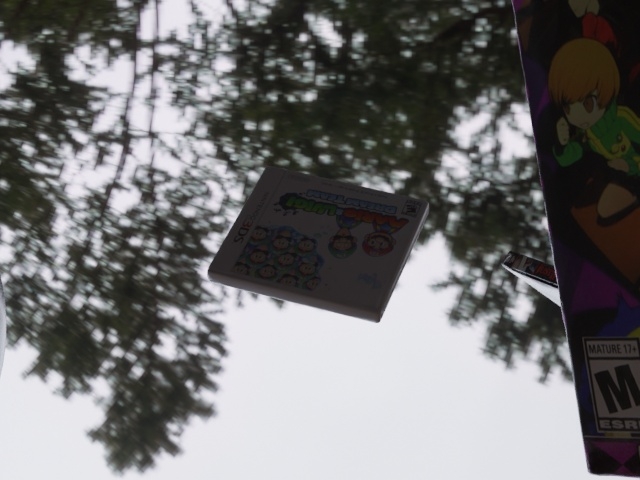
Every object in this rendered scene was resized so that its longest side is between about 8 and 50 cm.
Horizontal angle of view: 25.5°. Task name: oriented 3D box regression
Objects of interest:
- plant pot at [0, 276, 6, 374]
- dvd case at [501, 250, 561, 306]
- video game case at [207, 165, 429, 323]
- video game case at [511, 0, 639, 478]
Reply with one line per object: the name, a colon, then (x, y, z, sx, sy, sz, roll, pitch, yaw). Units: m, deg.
plant pot: (-0.322, 0.045, 0.911, 0.272, 0.255, 0.271, 13, -127, -18)
dvd case: (0.165, 0.042, 0.786, 0.087, 0.119, 0.013, 33, -96, -29)
video game case: (0.000, 0.000, 1.233, 0.019, 0.157, 0.143, 88, -159, -45)
video game case: (0.158, -0.040, 0.354, 0.042, 0.232, 0.210, -17, -81, -48)
